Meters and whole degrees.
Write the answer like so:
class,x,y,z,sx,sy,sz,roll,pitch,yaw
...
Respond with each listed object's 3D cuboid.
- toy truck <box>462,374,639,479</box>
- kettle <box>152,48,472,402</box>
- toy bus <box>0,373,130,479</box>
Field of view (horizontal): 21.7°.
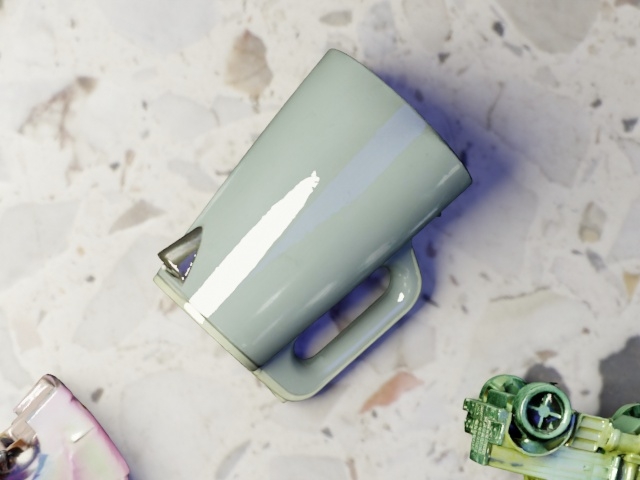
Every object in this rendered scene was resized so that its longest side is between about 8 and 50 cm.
class,x,y,z,sx,sy,sz,roll,pitch,yaw
toy truck,0.248,0.200,1.417,0.259,0.128,0.135,18,86,-11
kettle,0.000,0.000,1.373,0.243,0.160,0.210,-48,127,-2
toy bus,-0.272,0.238,1.320,0.112,0.090,0.274,45,80,-15
